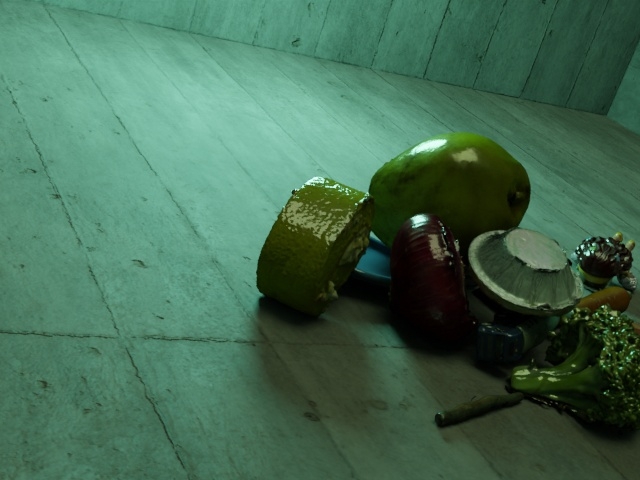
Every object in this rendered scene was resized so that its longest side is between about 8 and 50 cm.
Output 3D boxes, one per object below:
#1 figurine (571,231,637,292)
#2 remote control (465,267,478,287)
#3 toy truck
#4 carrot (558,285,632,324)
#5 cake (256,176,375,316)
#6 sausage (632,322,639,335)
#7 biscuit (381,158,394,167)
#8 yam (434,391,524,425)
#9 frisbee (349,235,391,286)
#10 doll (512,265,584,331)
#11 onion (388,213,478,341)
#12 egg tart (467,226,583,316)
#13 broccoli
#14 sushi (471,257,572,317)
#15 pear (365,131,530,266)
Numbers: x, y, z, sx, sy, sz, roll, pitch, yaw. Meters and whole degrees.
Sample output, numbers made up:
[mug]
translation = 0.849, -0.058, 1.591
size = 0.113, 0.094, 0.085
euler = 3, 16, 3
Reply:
[figurine]
translation = 0.696, 0.046, 2.452
size = 0.175, 0.115, 0.240
euler = 29, 24, 24
[remote control]
translation = 0.291, -0.019, 2.257
size = 0.090, 0.038, 0.309
euler = 3, 45, -15
[toy truck]
translation = 0.360, 0.182, 1.891
size = 0.088, 0.074, 0.202
euler = 9, 11, 30
[carrot]
translation = 0.584, 0.150, 2.205
size = 0.336, 0.069, 0.069
euler = -11, 36, -40
[cake]
translation = 0.000, 0.000, 1.831
size = 0.156, 0.179, 0.260
euler = 25, 54, 12
[sausage]
translation = 0.627, 0.196, 2.114
size = 0.169, 0.065, 0.065
euler = 15, 22, -15
[biscuit]
translation = 0.295, -0.101, 2.499
size = 0.326, 0.107, 0.325
euler = 14, 25, -7
[yam]
translation = 0.269, 0.276, 1.688
size = 0.029, 0.027, 0.234
euler = 2, 5, 44
[frisbee]
translation = 0.066, 0.036, 2.056
size = 0.289, 0.049, 0.289
euler = 21, 15, -6
[doll]
translation = 0.454, 0.116, 2.019
size = 0.159, 0.159, 0.059
euler = -23, 28, -11
[onion]
translation = 0.206, 0.073, 1.878
size = 0.161, 0.248, 0.248
euler = -13, 30, -10
[egg tart]
translation = 0.391, 0.047, 1.905
size = 0.234, 0.094, 0.234
euler = 11, 36, -8
[broccoli]
translation = 0.483, 0.212, 1.800
size = 0.273, 0.180, 0.242
euler = 14, 23, -10
[sushi]
translation = 0.447, 0.079, 2.128
size = 0.172, 0.150, 0.153
euler = 3, 27, -35
[pear]
translation = 0.244, -0.082, 2.103
size = 0.375, 0.287, 0.287
euler = 0, 16, 19
